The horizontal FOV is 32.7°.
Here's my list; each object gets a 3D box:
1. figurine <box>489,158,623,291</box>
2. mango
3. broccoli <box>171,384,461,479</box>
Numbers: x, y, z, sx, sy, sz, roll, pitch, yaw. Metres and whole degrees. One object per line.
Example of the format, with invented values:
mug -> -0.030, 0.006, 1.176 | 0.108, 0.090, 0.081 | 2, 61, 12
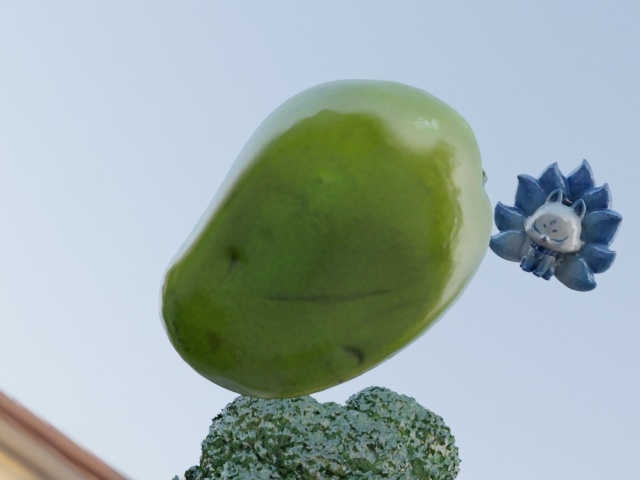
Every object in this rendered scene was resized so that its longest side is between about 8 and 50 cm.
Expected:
figurine -> 0.203, -0.019, 0.914 | 0.114, 0.079, 0.114 | -2, -93, 30
mango -> 0.006, 0.003, 0.490 | 0.117, 0.089, 0.163 | 32, -73, -11
broccoli -> -0.002, 0.346, 1.257 | 0.321, 0.413, 0.310 | 46, -16, 37
